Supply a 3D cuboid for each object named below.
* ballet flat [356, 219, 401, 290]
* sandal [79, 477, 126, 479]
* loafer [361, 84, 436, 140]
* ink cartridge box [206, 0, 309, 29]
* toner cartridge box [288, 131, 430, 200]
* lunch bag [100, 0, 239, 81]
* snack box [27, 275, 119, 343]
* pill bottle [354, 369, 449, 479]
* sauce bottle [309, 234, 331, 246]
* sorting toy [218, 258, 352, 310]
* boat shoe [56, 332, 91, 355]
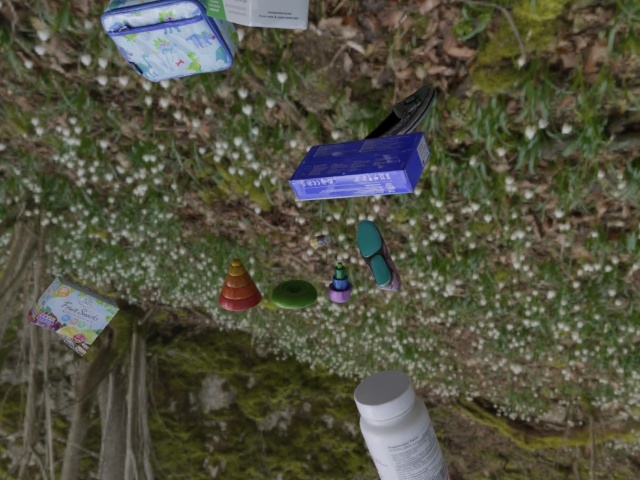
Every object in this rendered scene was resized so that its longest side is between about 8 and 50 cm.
[{"bbox_3d":[0.157,0.046,1.496,0.079,0.077,0.221,33,-151,-48],"label":"ballet flat"},{"bbox_3d":[-0.430,0.456,0.993,0.090,0.060,0.219,-29,164,26],"label":"sandal"},{"bbox_3d":[0.219,-0.342,1.615,0.084,0.267,0.096,32,-164,-26],"label":"loafer"},{"bbox_3d":[-0.080,-0.387,0.716,0.087,0.208,0.153,-9,-152,-30],"label":"ink cartridge box"},{"bbox_3d":[0.101,-0.194,1.499,0.348,0.075,0.165,-1,-137,34],"label":"toner cartridge box"},{"bbox_3d":[-0.278,-0.390,1.045,0.219,0.090,0.176,-1,150,17],"label":"lunch bag"},{"bbox_3d":[-0.502,0.144,1.152,0.037,0.100,0.141,37,179,44],"label":"snack box"},{"bbox_3d":[0.186,0.458,1.315,0.161,0.282,0.160,-19,-164,6],"label":"pill bottle"},{"bbox_3d":[0.000,0.000,1.982,0.042,0.042,0.128,-1,174,-22],"label":"sauce bottle"},{"bbox_3d":[-0.097,0.102,1.509,0.366,0.126,0.127,-2,-155,1],"label":"sorting toy"},{"bbox_3d":[-0.577,0.216,1.326,0.064,0.060,0.178,33,154,10],"label":"boat shoe"}]
